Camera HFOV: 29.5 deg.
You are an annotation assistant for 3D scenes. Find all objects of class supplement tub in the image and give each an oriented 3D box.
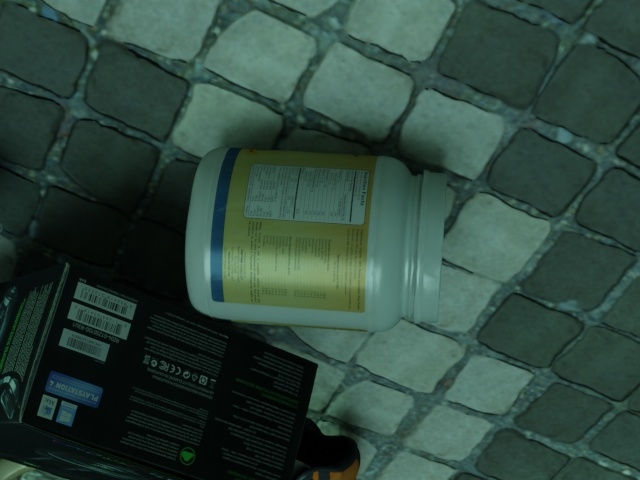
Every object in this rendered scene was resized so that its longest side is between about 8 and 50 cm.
[{"bbox_3d":[0.000,0.000,0.991,0.200,0.144,0.144,4,131,5],"label":"supplement tub"}]

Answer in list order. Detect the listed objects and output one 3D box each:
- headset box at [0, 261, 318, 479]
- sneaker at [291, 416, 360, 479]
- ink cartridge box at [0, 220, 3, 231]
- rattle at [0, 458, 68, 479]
[{"bbox_3d":[-0.189,0.136,1.055,0.246,0.131,0.283,26,158,-31],"label":"headset box"},{"bbox_3d":[-0.092,0.263,1.170,0.124,0.321,0.180,41,135,28],"label":"sneaker"},{"bbox_3d":[-0.444,-0.010,1.024,0.289,0.121,0.211,-32,95,31],"label":"ink cartridge box"},{"bbox_3d":[-0.326,0.255,1.288,0.200,0.143,0.130,14,107,-4],"label":"rattle"}]
